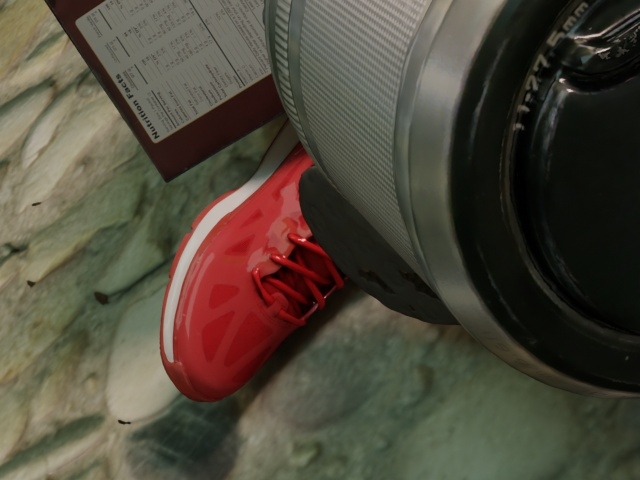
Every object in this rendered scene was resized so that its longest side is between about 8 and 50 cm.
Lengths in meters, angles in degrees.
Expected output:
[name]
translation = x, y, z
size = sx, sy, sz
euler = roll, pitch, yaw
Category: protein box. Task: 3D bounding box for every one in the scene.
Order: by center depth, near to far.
[protein box]
translation = -0.025, -0.164, 1.043
size = 0.201, 0.136, 0.200
euler = -28, 10, 23

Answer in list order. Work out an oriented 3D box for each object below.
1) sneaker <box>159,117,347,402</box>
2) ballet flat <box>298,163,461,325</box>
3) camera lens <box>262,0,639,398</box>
[sneaker]
translation = 0.000, 0.000, 0.971
size = 0.128, 0.087, 0.221
euler = 5, 61, 49
[ballet flat]
translation = 0.089, 0.008, 0.865
size = 0.250, 0.084, 0.058
euler = 21, 46, 40
[camera lens]
translation = 0.104, -0.077, 0.703
size = 0.219, 0.219, 0.274
euler = -45, 27, 3
